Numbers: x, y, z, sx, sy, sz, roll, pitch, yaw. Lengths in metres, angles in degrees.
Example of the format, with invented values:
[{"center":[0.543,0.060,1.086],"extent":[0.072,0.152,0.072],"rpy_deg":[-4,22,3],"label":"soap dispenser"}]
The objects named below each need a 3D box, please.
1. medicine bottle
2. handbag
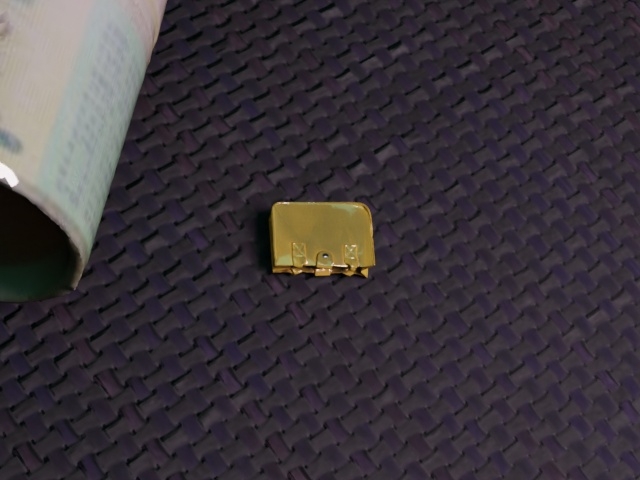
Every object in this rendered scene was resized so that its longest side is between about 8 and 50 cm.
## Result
[{"center":[-0.232,-0.182,0.906],"extent":[0.236,0.235,0.406],"rpy_deg":[15,63,-8],"label":"medicine bottle"},{"center":[0.000,0.000,1.001],"extent":[0.083,0.027,0.061],"rpy_deg":[0,65,-13],"label":"handbag"}]
